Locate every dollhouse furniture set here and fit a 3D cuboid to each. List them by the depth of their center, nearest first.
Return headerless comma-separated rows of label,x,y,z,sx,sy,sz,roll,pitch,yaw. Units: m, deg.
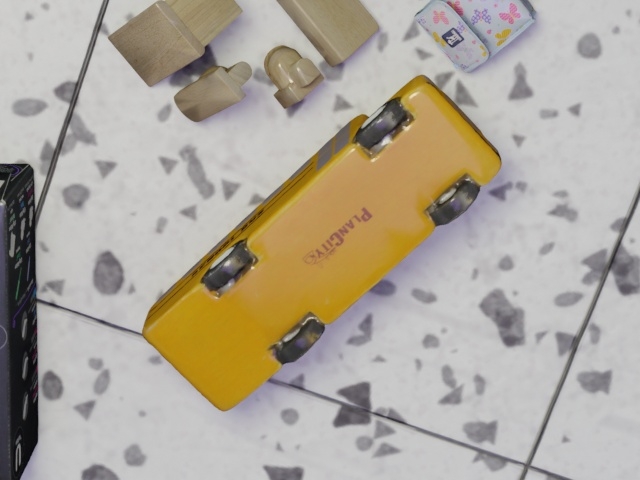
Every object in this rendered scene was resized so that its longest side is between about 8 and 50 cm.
dollhouse furniture set,-0.067,-0.179,1.604,0.151,0.123,0.144,-45,102,-24

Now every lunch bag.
lunch bag,0.133,-0.191,1.585,0.083,0.053,0.071,-37,100,19

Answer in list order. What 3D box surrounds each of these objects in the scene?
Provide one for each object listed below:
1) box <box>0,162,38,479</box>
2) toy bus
box,-0.338,0.075,1.614,0.165,0.143,0.270,1,105,1
toy bus,0.000,0.000,1.596,0.332,0.130,0.108,-43,99,11
